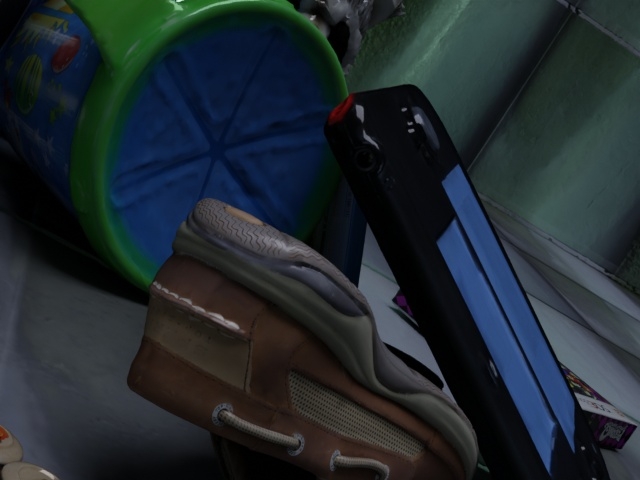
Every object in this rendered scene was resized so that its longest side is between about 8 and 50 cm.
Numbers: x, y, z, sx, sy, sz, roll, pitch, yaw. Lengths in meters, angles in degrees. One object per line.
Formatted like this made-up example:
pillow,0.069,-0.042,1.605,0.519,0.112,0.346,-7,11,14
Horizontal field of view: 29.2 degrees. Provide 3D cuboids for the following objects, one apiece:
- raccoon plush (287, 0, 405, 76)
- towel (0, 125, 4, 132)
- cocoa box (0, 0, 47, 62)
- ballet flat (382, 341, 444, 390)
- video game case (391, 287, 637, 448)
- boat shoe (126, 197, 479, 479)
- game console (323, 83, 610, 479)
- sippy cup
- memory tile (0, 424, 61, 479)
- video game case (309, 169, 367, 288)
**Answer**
raccoon plush,-0.127,-0.232,1.244,0.216,0.299,0.446,35,6,-47
towel,-0.272,-0.117,1.115,0.067,0.029,0.119,34,10,1
cocoa box,-0.321,-0.337,1.003,0.347,0.231,0.228,50,39,8
ballet flat,0.010,0.094,0.951,0.084,0.058,0.250,14,-11,41
video game case,0.214,0.136,1.355,0.210,0.042,0.232,22,15,-49
boat shoe,-0.010,0.101,0.690,0.123,0.116,0.324,22,-18,38
game console,0.126,0.064,0.914,0.387,0.060,0.342,63,10,-2
sippy cup,-0.134,-0.098,0.960,0.240,0.305,0.224,-16,30,-38
memory tile,-0.153,0.107,0.503,0.113,0.012,0.148,38,12,26
video game case,0.000,0.000,1.017,0.015,0.119,0.166,8,-1,-20
